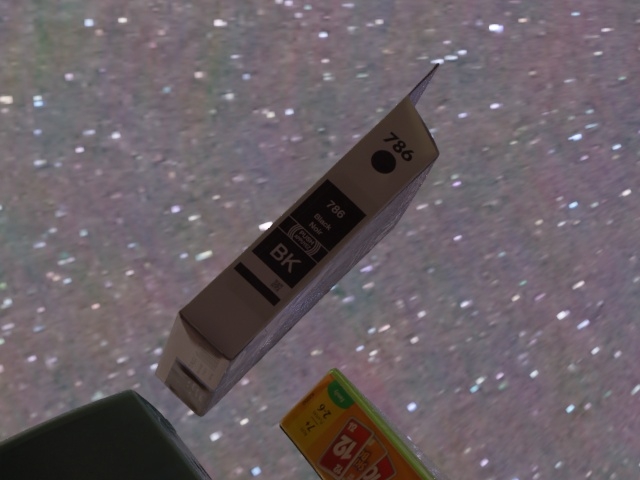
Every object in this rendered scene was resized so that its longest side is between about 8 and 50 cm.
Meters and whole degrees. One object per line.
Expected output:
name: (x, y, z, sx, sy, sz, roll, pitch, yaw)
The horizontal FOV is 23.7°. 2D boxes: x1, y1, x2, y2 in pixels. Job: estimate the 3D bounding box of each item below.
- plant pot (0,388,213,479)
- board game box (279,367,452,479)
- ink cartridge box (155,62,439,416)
plant pot: (-0.160, 0.202, 0.869, 0.234, 0.166, 0.165, -38, -102, -7)
board game box: (0.089, 0.150, 0.553, 0.039, 0.259, 0.124, -46, -138, 1)
ink cartridge box: (0.000, 0.000, 1.304, 0.065, 0.332, 0.165, 41, -24, 7)
